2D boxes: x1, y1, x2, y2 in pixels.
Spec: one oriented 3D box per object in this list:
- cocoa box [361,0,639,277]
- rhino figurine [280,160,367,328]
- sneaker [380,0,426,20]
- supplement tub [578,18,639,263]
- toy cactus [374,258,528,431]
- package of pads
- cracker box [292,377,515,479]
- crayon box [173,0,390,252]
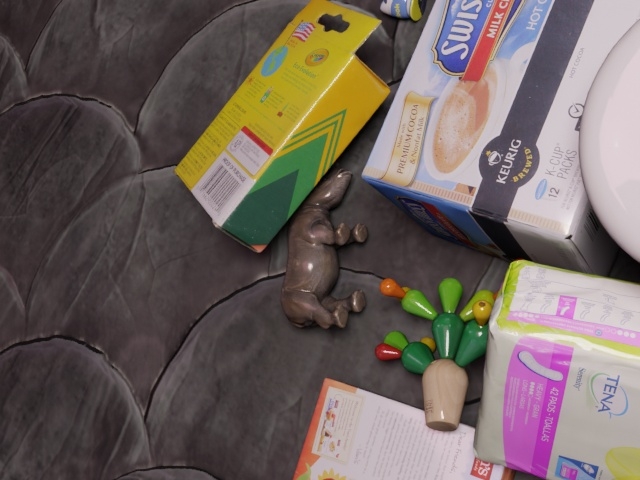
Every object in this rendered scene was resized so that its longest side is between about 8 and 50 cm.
[{"bbox_3d":[0.241,-0.158,0.844,0.228,0.231,0.346,20,85,31],"label":"cocoa box"},{"bbox_3d":[0.000,0.000,1.007,0.106,0.073,0.243,-10,67,35],"label":"rhino figurine"},{"bbox_3d":[0.119,-0.372,1.073,0.059,0.053,0.144,7,77,30],"label":"sneaker"},{"bbox_3d":[0.391,-0.063,0.661,0.241,0.331,0.240,-7,79,40],"label":"supplement tub"},{"bbox_3d":[0.136,0.113,0.855,0.219,0.112,0.180,-21,47,40],"label":"toy cactus"},{"bbox_3d":[0.296,0.144,0.704,0.297,0.229,0.101,12,46,18],"label":"package of pads"},{"bbox_3d":[0.092,0.266,0.885,0.232,0.067,0.155,14,81,30],"label":"cracker box"},{"bbox_3d":[-0.043,-0.161,1.033,0.318,0.081,0.202,-51,36,5],"label":"crayon box"}]
